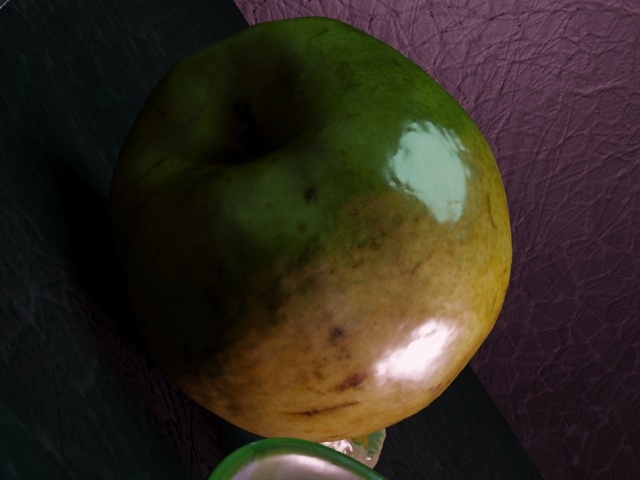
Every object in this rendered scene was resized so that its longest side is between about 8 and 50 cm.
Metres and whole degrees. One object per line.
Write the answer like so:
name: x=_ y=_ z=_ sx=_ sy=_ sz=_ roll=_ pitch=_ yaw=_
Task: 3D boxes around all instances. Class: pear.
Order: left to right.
pear: x=0.000 y=0.000 z=1.227 sx=0.304 sy=0.304 sz=0.304 roll=59 pitch=8 yaw=-13

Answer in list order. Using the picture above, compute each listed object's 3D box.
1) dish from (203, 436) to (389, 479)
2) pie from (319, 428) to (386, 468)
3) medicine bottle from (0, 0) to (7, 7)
dish: x=0.009 y=0.271 z=0.859 sx=0.324 sy=0.124 sz=0.324 roll=41 pitch=23 yaw=-23
pie: x=-0.034 y=0.079 z=1.535 sx=0.339 sy=0.077 sz=0.339 roll=61 pitch=4 yaw=-7
medicine bottle: x=-0.244 y=-0.231 z=1.049 sx=0.139 sy=0.139 sz=0.225 roll=56 pitch=9 yaw=-30
